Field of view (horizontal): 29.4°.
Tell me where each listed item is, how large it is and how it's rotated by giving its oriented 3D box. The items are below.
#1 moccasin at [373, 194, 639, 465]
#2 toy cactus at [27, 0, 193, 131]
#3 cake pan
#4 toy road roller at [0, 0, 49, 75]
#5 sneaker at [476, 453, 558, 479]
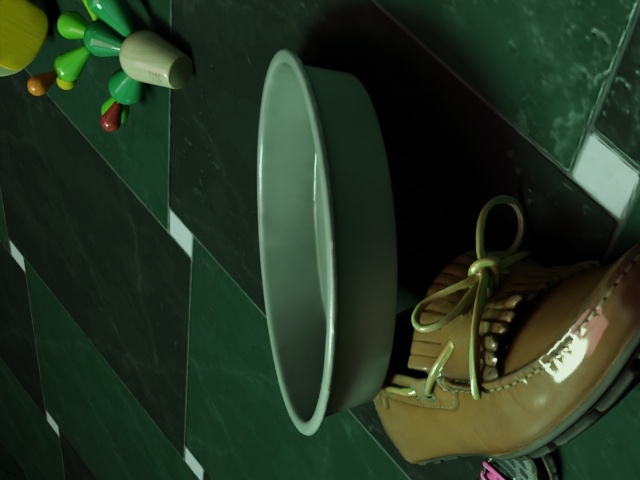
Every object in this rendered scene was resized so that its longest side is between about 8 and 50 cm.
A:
[{"bbox_3d":[0.121,0.063,0.848,0.147,0.139,0.380,50,163,-1],"label":"moccasin"},{"bbox_3d":[-0.206,-0.192,1.194,0.180,0.112,0.219,26,131,33],"label":"toy cactus"},{"bbox_3d":[0.000,0.000,0.937,0.293,0.054,0.293,177,90,-78],"label":"cake pan"},{"bbox_3d":[-0.423,-0.356,1.335,0.202,0.240,0.329,31,179,45],"label":"toy road roller"},{"bbox_3d":[0.145,0.215,1.004,0.063,0.075,0.170,39,147,35],"label":"sneaker"}]
